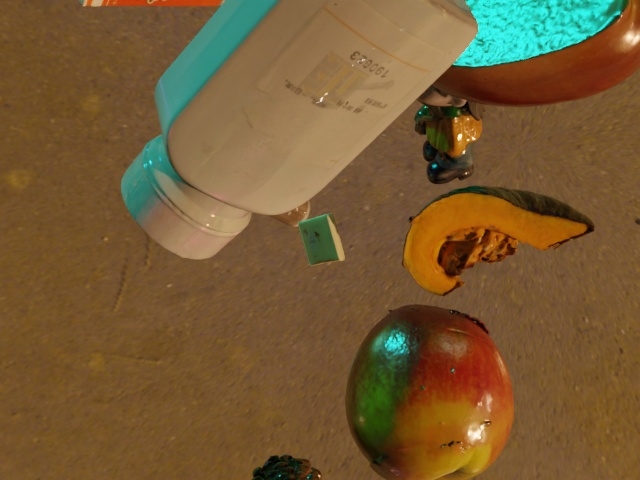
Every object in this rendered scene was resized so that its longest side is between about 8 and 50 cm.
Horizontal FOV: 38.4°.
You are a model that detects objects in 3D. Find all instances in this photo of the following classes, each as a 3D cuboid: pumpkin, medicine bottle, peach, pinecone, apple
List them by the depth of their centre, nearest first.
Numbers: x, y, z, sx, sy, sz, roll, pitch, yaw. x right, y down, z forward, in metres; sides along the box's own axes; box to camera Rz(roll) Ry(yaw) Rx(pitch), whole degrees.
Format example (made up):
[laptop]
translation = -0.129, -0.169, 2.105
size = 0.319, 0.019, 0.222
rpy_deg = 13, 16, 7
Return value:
[medicine bottle]
translation = -0.031, -0.112, 0.718
size = 0.296, 0.161, 0.111
rpy_deg = -45, 45, 28
[apple]
translation = 0.264, -0.332, 1.133
size = 0.365, 0.295, 0.328
rpy_deg = 26, 123, 39
[pumpkin]
translation = 0.248, -0.044, 1.392
size = 0.279, 0.111, 0.163
rpy_deg = -24, 124, 17
[peach]
translation = 0.219, 0.312, 1.867
size = 0.370, 0.370, 0.369
rpy_deg = 1, 96, 12
[pinecone]
translation = -0.071, 0.541, 1.928
size = 0.179, 0.195, 0.150
rpy_deg = 9, 127, -21

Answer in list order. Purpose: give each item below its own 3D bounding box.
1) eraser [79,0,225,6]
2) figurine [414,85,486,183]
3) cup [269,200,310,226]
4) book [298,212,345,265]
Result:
[eraser]
translation = -0.142, -0.326, 1.000
size = 0.038, 0.230, 0.157
rpy_deg = 58, 138, 23
[figurine]
translation = 0.237, -0.265, 1.583
size = 0.205, 0.185, 0.332
rpy_deg = -18, 132, 11
[cup]
translation = -0.078, -0.086, 1.885
size = 0.074, 0.099, 0.102
rpy_deg = -33, 48, 30
[book]
translation = -0.001, 0.000, 1.487
size = 0.014, 0.111, 0.077
rpy_deg = -15, 91, -28
